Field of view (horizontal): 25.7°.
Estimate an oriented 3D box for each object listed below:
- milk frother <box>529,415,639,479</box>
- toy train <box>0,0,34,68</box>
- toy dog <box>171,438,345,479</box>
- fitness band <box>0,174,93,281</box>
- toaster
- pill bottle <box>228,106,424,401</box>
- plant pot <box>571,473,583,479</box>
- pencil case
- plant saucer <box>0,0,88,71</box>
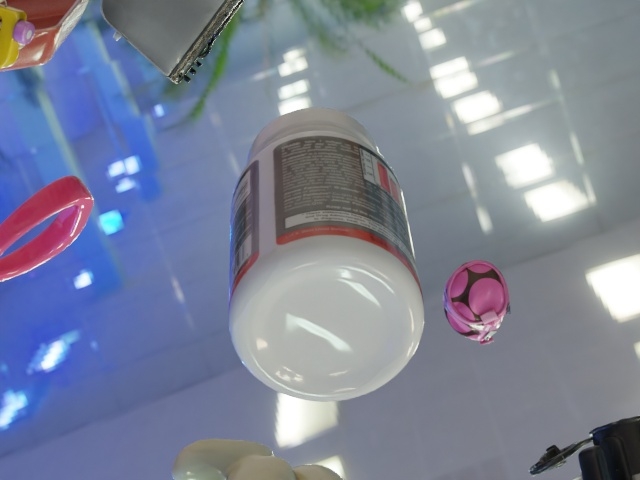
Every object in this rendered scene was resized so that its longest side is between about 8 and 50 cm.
[{"bbox_3d":[0.297,0.258,1.426,0.129,0.135,0.143,-4,161,-23],"label":"milk frother"},{"bbox_3d":[-0.302,-0.185,1.182,0.166,0.125,0.046,-47,174,20],"label":"toy train"},{"bbox_3d":[-0.032,0.527,2.090,0.395,0.284,0.408,3,-154,-19],"label":"toy dog"},{"bbox_3d":[-0.440,-0.005,2.096,0.209,0.054,0.291,-35,175,-26],"label":"fitness band"},{"bbox_3d":[-0.116,-0.251,1.325,0.186,0.110,0.168,-51,-171,11],"label":"toaster"},{"bbox_3d":[0.000,0.000,1.622,0.210,0.210,0.363,-18,-149,8],"label":"pill bottle"},{"bbox_3d":[0.412,0.413,1.899,0.284,0.191,0.284,-6,-137,5],"label":"plant pot"},{"bbox_3d":[0.218,0.088,1.944,0.095,0.098,0.209,-14,170,4],"label":"pencil case"},{"bbox_3d":[-0.391,-0.228,1.574,0.258,0.048,0.259,-8,-160,3],"label":"plant saucer"}]
